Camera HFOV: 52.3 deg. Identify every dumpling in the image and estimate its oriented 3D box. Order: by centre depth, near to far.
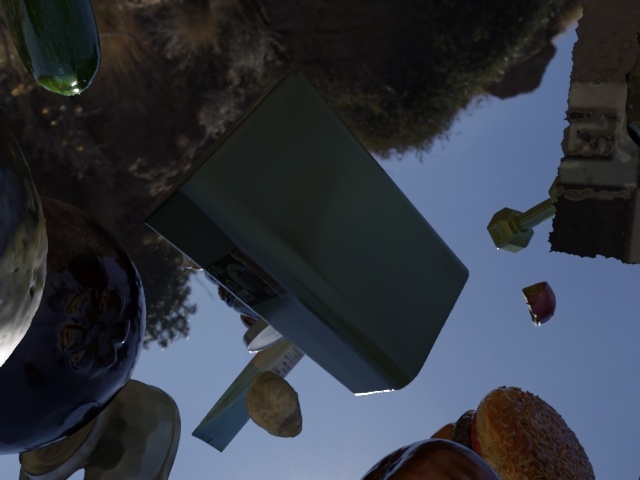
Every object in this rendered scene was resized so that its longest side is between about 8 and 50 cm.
[{"bbox_3d":[-0.054,0.184,0.721,0.059,0.077,0.043,-12,170,-31],"label":"dumpling"}]

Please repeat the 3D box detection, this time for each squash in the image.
[{"bbox_3d":[-0.219,-0.214,0.502,0.068,0.219,0.077,8,-144,13],"label":"squash"}]

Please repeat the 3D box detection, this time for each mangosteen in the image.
[{"bbox_3d":[-0.388,0.093,0.783,0.359,0.306,0.306,2,-138,27],"label":"mangosteen"}]

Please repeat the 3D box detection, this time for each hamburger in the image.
[{"bbox_3d":[0.396,0.473,1.320,0.250,0.330,0.330,-46,-159,23],"label":"hamburger"}]

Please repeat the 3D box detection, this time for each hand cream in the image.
[{"bbox_3d":[-0.102,0.242,1.177,0.070,0.111,0.312,34,-106,36],"label":"hand cream"}]

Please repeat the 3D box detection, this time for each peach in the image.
[{"bbox_3d":[0.354,0.095,1.054,0.050,0.083,0.077,-23,-135,17],"label":"peach"}]

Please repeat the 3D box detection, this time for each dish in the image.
[{"bbox_3d":[-0.356,0.318,0.987,0.303,0.120,0.303,-22,-143,18],"label":"dish"}]

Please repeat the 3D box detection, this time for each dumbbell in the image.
[{"bbox_3d":[0.546,-0.067,1.619,0.108,0.121,0.302,-17,166,-33],"label":"dumbbell"}]

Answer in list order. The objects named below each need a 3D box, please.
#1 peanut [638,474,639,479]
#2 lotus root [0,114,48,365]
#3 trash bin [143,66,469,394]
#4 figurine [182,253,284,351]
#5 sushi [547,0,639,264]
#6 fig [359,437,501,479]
[{"bbox_3d":[0.543,0.368,1.049,0.083,0.037,0.037,-64,-153,5],"label":"peanut"},{"bbox_3d":[-0.264,-0.004,0.258,0.250,0.250,0.346,-29,176,12],"label":"lotus root"},{"bbox_3d":[0.000,0.000,0.785,0.223,0.343,0.158,-53,-166,-32],"label":"trash bin"},{"bbox_3d":[-0.119,0.041,0.973,0.133,0.236,0.176,-27,161,-27],"label":"figurine"},{"bbox_3d":[0.357,-0.095,0.434,0.373,0.296,0.100,9,-164,23],"label":"sushi"},{"bbox_3d":[0.124,0.298,0.620,0.175,0.207,0.175,-45,-179,1],"label":"fig"}]
